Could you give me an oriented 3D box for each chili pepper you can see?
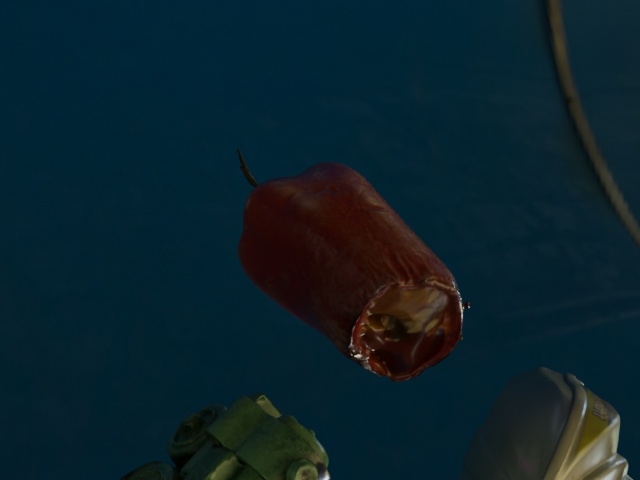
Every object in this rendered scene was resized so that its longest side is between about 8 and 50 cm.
[{"bbox_3d":[0.000,0.000,0.636,0.084,0.192,0.086,4,-59,-40],"label":"chili pepper"}]

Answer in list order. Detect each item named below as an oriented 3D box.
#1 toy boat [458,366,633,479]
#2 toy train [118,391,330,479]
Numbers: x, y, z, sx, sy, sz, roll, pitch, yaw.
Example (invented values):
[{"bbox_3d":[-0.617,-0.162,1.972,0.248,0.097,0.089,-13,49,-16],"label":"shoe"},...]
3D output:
[{"bbox_3d":[0.150,0.156,0.728,0.140,0.269,0.141,0,-88,-2],"label":"toy boat"},{"bbox_3d":[-0.068,0.144,0.542,0.178,0.104,0.071,-45,-73,-24],"label":"toy train"}]
